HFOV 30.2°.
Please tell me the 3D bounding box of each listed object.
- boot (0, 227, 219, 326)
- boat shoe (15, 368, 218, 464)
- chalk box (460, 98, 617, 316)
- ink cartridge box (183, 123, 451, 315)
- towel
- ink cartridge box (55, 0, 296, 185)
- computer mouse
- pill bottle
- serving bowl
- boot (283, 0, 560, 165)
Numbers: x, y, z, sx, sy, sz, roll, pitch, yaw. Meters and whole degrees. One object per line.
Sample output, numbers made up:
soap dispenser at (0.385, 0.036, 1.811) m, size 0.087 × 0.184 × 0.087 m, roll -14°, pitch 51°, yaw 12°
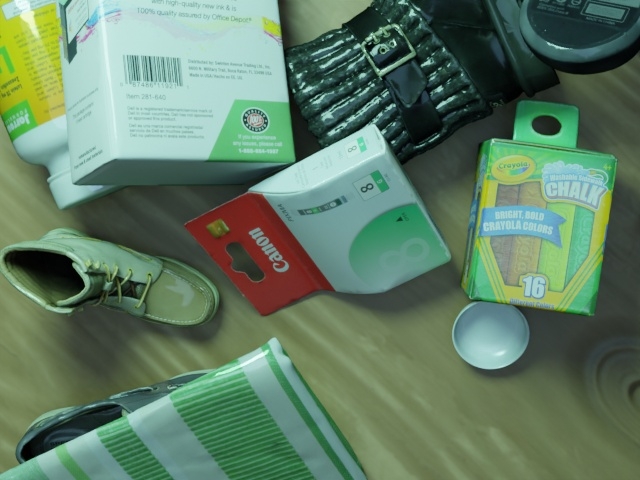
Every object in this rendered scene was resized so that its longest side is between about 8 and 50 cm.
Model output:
boot at (-0.220, 0.047, 1.251) m, size 0.213 × 0.165 × 0.077 m, roll 21°, pitch 95°, yaw 3°
boat shoe at (-0.194, 0.209, 1.296) m, size 0.285 × 0.092 × 0.103 m, roll -10°, pitch 93°, yaw 3°
chalk box at (0.227, -0.040, 1.239) m, size 0.132 × 0.132 × 0.213 m, roll 7°, pitch 94°, yaw 2°
ink cartridge box at (0.000, 0.000, 1.232) m, size 0.224 × 0.056 × 0.181 m, roll -28°, pitch 133°, yaw 9°
towel at (-0.139, 0.251, 1.265) m, size 0.325 × 0.038 × 0.248 m, roll -26°, pitch 128°, yaw 5°
ink cartridge box at (-0.150, -0.201, 1.192) m, size 0.201 × 0.117 × 0.278 m, roll -2°, pitch 81°, yaw -33°
computer mouse at (0.287, -0.244, 1.146) m, size 0.188 × 0.072 × 0.272 m, roll 22°, pitch 60°, yaw 25°
pill bottle at (-0.277, -0.163, 1.256) m, size 0.136 × 0.136 × 0.246 m, roll -22°, pitch 92°, yaw 4°
serving bowl at (0.186, 0.098, 1.298) m, size 0.083 × 0.027 × 0.083 m, roll 2°, pitch 110°, yaw 4°
boot at (0.066, -0.250, 1.238) m, size 0.260 × 0.131 × 0.348 m, roll -25°, pitch 79°, yaw 16°
